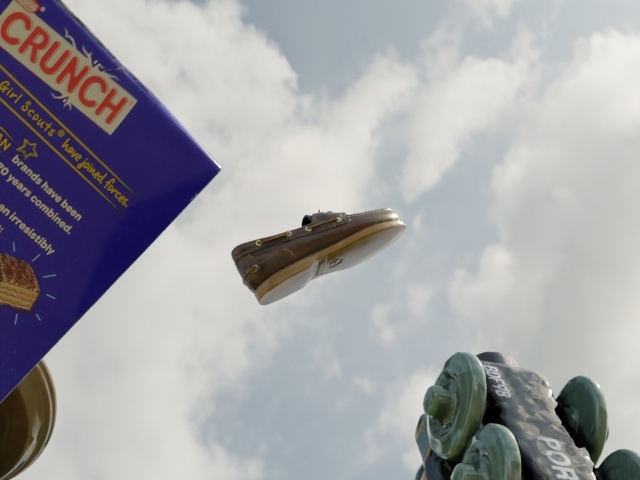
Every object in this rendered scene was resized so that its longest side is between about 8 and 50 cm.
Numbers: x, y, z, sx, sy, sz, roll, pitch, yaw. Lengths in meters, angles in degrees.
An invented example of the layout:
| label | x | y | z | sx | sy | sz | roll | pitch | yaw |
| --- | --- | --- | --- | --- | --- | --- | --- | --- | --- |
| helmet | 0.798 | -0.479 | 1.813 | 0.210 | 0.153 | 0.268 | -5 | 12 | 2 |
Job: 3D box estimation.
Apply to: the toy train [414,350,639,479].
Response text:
| label | x | y | z | sx | sy | sz | roll | pitch | yaw |
| --- | --- | --- | --- | --- | --- | --- | --- | --- | --- |
| toy train | 0.134 | 0.212 | 0.721 | 0.142 | 0.334 | 0.190 | 13 | -67 | -15 |

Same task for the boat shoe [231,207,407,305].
| label | x | y | z | sx | sy | sz | roll | pitch | yaw |
| --- | --- | --- | --- | --- | --- | --- | --- | --- | --- |
| boat shoe | 0.000 | 0.000 | 1.215 | 0.207 | 0.073 | 0.073 | -21 | -26 | -32 |

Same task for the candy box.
| label | x | y | z | sx | sy | sz | roll | pitch | yaw |
| --- | --- | --- | --- | --- | --- | --- | --- | --- | --- |
| candy box | -0.275 | -0.034 | 0.775 | 0.317 | 0.122 | 0.268 | -46 | -65 | -6 |

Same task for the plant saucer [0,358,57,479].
| label | x | y | z | sx | sy | sz | roll | pitch | yaw |
| --- | --- | --- | --- | --- | --- | --- | --- | --- | --- |
| plant saucer | -0.423 | 0.172 | 1.179 | 0.278 | 0.041 | 0.277 | 1 | -61 | 2 |
